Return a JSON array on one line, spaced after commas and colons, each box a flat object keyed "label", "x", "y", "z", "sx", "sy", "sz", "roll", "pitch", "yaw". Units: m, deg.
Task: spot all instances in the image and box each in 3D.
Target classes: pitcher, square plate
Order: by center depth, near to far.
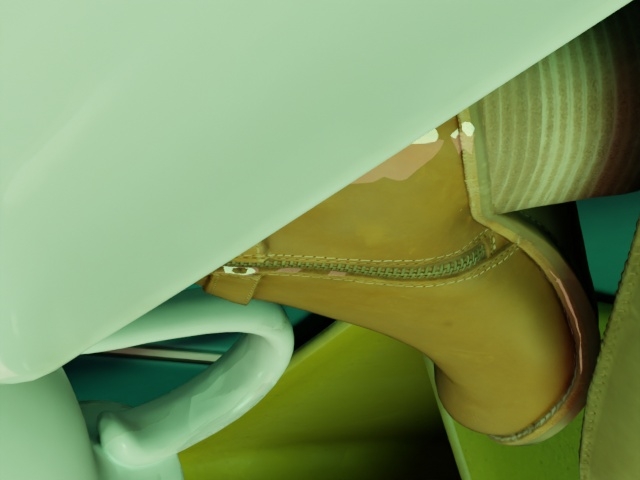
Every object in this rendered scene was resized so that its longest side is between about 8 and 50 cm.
[{"label": "square plate", "x": -0.113, "y": -0.085, "z": 0.256, "sx": 0.347, "sy": 0.049, "sz": 0.344, "roll": 17, "pitch": 148, "yaw": -32}, {"label": "pitcher", "x": -0.105, "y": 0.055, "z": 0.565, "sx": 0.178, "sy": 0.125, "sz": 0.207, "roll": -42, "pitch": 152, "yaw": 2}]

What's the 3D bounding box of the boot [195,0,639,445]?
[{"label": "boot", "x": 0.000, "y": 0.000, "z": 0.503, "sx": 0.152, "sy": 0.073, "sz": 0.197, "roll": -5, "pitch": 145, "yaw": -6}]

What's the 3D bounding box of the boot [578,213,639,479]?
[{"label": "boot", "x": 0.175, "y": -0.020, "z": 0.407, "sx": 0.236, "sy": 0.089, "sz": 0.269, "roll": -2, "pitch": 145, "yaw": 6}]

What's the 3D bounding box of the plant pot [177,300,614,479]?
[{"label": "plant pot", "x": 0.082, "y": 0.139, "z": 0.703, "sx": 0.187, "sy": 0.212, "sz": 0.212, "roll": -6, "pitch": 161, "yaw": -33}]
